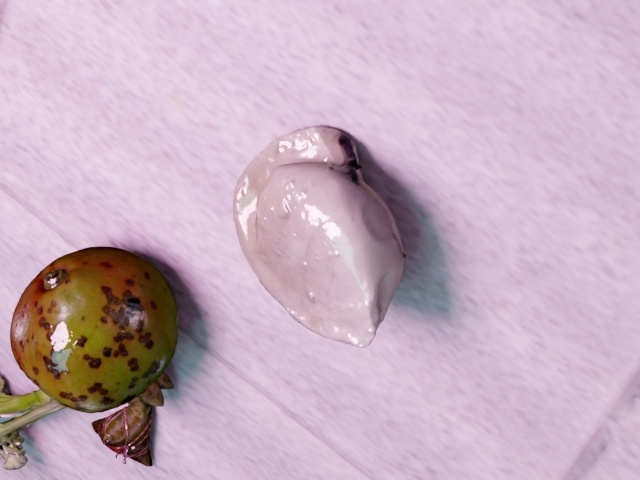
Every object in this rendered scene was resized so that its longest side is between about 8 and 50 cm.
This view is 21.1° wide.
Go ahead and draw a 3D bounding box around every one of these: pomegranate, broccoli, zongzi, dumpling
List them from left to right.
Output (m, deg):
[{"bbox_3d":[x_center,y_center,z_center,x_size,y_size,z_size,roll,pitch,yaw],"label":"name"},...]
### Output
[{"bbox_3d":[-0.321,0.174,1.808,0.204,0.118,0.122,-14,78,26],"label":"broccoli"},{"bbox_3d":[-0.204,0.097,1.628,0.159,0.159,0.205,11,151,32],"label":"pomegranate"},{"bbox_3d":[-0.193,0.204,1.760,0.073,0.067,0.083,45,155,-11],"label":"zongzi"},{"bbox_3d":[-0.001,-0.001,1.440,0.150,0.092,0.176,-19,103,40],"label":"dumpling"}]
